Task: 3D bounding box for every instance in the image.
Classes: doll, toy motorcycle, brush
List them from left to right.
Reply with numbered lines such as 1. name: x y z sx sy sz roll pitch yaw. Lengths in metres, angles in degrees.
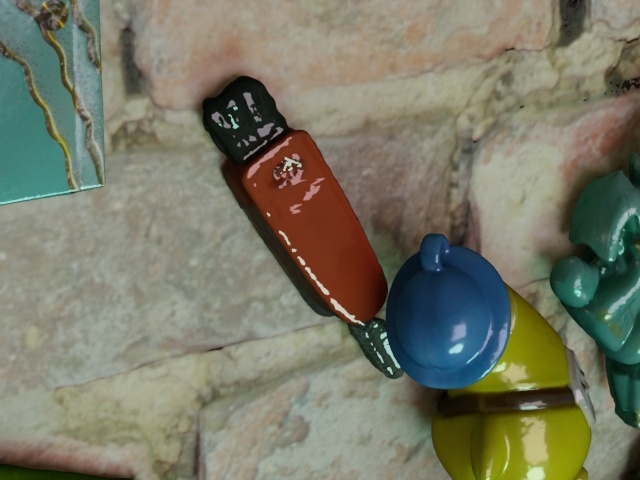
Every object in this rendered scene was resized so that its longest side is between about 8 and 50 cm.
1. brush: 0.000 0.000 1.449 0.070 0.051 0.323 -43 126 -14
2. doll: 0.151 0.120 1.543 0.199 0.145 0.363 -77 150 -41
3. toy motorcycle: 0.302 0.037 1.627 0.198 0.109 0.296 -25 120 -20

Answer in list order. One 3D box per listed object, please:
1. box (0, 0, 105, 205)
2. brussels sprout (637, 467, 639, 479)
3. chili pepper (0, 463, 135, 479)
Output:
1. box: -0.262 -0.097 1.245 0.229 0.041 0.162 -12 116 -28
2. brussels sprout: 0.385 0.230 1.769 0.181 0.100 0.139 -45 137 -11
3. chili pepper: -0.273 0.192 1.337 0.359 0.076 0.084 20 78 -41
